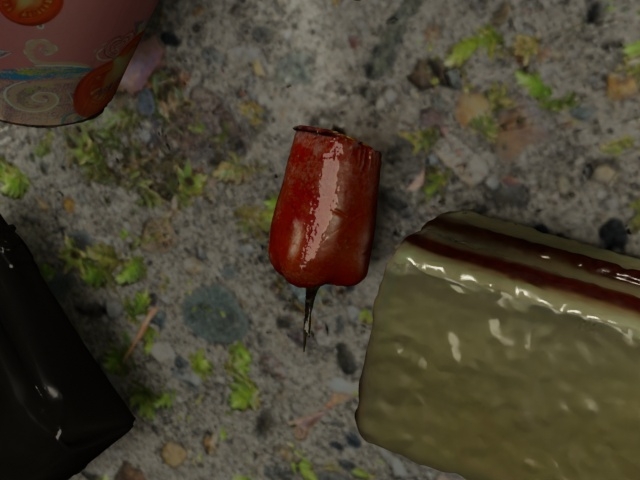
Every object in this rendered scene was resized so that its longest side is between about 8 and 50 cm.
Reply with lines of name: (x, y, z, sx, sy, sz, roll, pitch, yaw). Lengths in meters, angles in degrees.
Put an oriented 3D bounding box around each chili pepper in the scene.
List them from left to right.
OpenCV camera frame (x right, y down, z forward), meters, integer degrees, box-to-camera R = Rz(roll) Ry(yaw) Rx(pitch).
chili pepper: (0.000, 0.000, 1.274, 0.084, 0.086, 0.192, 9, 104, -3)

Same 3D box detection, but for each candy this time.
candy: (0.198, 0.104, 1.173, 0.321, 0.135, 0.179, 17, 116, 25)

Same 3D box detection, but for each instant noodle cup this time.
instant noodle cup: (-0.221, -0.237, 1.232, 0.243, 0.243, 0.231, 37, 127, 13)

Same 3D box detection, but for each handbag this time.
handbag: (-0.325, 0.128, 1.489, 0.285, 0.113, 0.257, -33, 84, 41)
